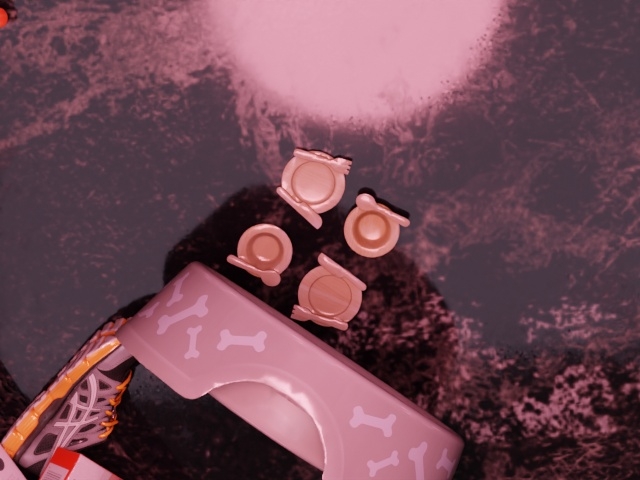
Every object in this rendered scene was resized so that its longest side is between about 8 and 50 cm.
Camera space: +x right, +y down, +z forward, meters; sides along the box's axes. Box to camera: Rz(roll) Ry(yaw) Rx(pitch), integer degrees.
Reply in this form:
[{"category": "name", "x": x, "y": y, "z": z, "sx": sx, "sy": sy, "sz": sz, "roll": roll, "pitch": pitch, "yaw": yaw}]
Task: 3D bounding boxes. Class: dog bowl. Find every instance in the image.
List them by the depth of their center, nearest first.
[{"category": "dog bowl", "x": -0.019, "y": 0.142, "z": 1.589, "sx": 0.349, "sy": 0.349, "sz": 0.102, "roll": 34, "pitch": 88, "yaw": -4}]

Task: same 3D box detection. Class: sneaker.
[{"category": "sneaker", "x": -0.234, "y": 0.161, "z": 1.732, "sx": 0.083, "sy": 0.084, "sz": 0.215, "roll": 41, "pitch": 112, "yaw": -5}]

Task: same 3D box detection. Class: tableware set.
[{"category": "tableware set", "x": 0.000, "y": 0.000, "z": 1.710, "sx": 0.141, "sy": 0.020, "sz": 0.168, "roll": 31, "pitch": 103, "yaw": -3}]

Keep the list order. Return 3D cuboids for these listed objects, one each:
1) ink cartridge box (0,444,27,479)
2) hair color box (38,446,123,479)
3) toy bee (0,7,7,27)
[{"category": "ink cartridge box", "x": -0.382, "y": 0.288, "z": 1.756, "sx": 0.206, "sy": 0.045, "sz": 0.208, "roll": -29, "pitch": 100, "yaw": 27}, {"category": "hair color box", "x": -0.212, "y": 0.287, "z": 1.718, "sx": 0.167, "sy": 0.053, "sz": 0.093, "roll": 38, "pitch": 73, "yaw": -33}, {"category": "toy bee", "x": -0.383, "y": -0.190, "z": 1.636, "sx": 0.298, "sy": 0.162, "sz": 0.195, "roll": -17, "pitch": 85, "yaw": 38}]
